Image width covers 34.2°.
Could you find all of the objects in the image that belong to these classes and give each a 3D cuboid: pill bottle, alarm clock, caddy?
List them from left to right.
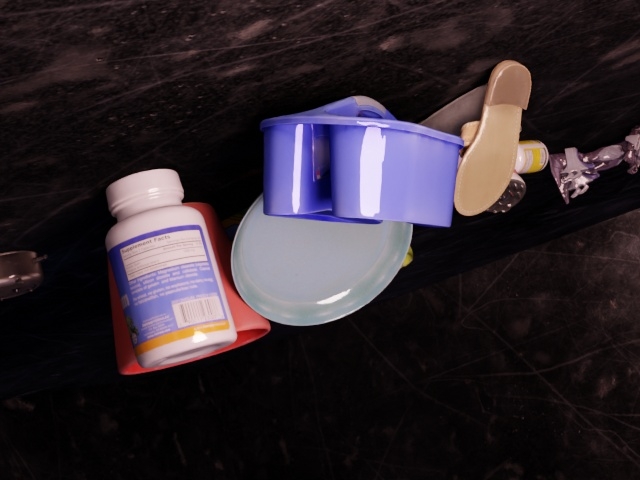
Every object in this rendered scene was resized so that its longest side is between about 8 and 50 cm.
[{"bbox_3d":[-0.549,0.069,1.789,0.129,0.064,0.192,-10,171,-35],"label":"alarm clock"},{"bbox_3d":[-0.230,0.040,1.537,0.152,0.271,0.152,-17,169,-3],"label":"pill bottle"},{"bbox_3d":[0.061,-0.114,1.475,0.241,0.179,0.341,2,179,31],"label":"caddy"},{"bbox_3d":[0.386,-0.163,2.033,0.116,0.065,0.065,-7,166,-41],"label":"pill bottle"}]

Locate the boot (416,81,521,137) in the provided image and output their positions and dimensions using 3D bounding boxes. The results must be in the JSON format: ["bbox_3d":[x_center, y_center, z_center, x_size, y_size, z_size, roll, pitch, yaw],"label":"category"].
[{"bbox_3d":[0.226,-0.150,1.675,0.209,0.076,0.189,-25,133,24],"label":"boot"}]

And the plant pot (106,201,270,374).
[{"bbox_3d":[-0.245,0.079,1.802,0.275,0.243,0.275,-16,169,-3],"label":"plant pot"}]

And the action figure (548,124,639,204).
[{"bbox_3d":[0.641,-0.185,2.243,0.285,0.099,0.185,-24,159,14],"label":"action figure"}]

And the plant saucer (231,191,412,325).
[{"bbox_3d":[0.000,0.000,1.719,0.318,0.043,0.317,-11,125,-16],"label":"plant saucer"}]

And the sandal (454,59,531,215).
[{"bbox_3d":[0.250,-0.160,1.567,0.088,0.240,0.079,8,-157,-17],"label":"sandal"}]

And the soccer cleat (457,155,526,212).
[{"bbox_3d":[0.225,-0.133,1.860,0.318,0.116,0.108,10,130,-33],"label":"soccer cleat"}]

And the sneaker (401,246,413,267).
[{"bbox_3d":[0.147,0.057,2.742,0.126,0.091,0.240,-22,169,30],"label":"sneaker"}]

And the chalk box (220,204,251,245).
[{"bbox_3d":[-0.124,0.048,2.013,0.180,0.179,0.289,-4,164,-47],"label":"chalk box"}]
